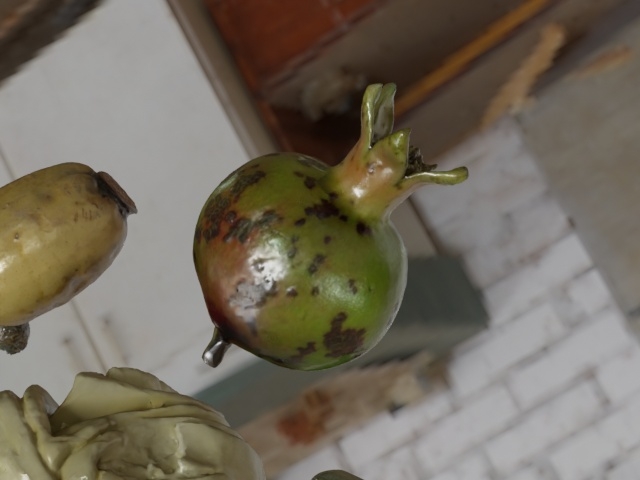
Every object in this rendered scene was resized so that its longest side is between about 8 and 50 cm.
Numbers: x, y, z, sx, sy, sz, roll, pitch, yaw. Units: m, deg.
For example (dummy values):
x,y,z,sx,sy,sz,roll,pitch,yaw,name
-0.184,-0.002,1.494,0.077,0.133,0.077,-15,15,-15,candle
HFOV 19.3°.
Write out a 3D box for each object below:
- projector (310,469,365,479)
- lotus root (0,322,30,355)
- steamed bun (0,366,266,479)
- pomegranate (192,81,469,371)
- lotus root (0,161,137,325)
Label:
x,y,z,sx,sy,sz,roll,pitch,yaw,name
0.067,0.317,1.688,0.163,0.177,0.242,-58,-155,-9,projector
-0.401,0.038,2.297,0.120,0.210,0.120,-13,-178,0,lotus root
-0.183,0.226,1.585,0.289,0.203,0.276,-2,130,14,steamed bun
0.001,-0.004,1.284,0.156,0.156,0.220,-11,149,-43,pomegranate
-0.266,0.011,1.674,0.221,0.118,0.125,-31,-177,-6,lotus root
